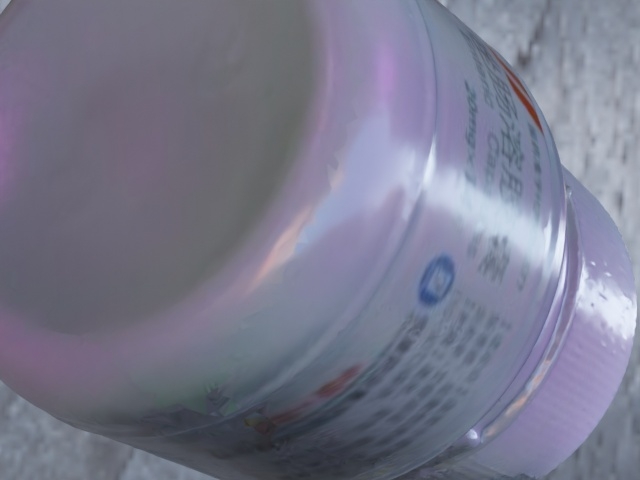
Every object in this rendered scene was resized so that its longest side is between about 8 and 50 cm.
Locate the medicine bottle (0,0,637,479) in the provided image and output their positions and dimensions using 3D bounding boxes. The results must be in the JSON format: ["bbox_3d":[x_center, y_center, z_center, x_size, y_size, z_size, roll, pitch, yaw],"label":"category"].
[{"bbox_3d":[0.000,0.000,0.795,0.302,0.241,0.241,31,64,-52],"label":"medicine bottle"}]
